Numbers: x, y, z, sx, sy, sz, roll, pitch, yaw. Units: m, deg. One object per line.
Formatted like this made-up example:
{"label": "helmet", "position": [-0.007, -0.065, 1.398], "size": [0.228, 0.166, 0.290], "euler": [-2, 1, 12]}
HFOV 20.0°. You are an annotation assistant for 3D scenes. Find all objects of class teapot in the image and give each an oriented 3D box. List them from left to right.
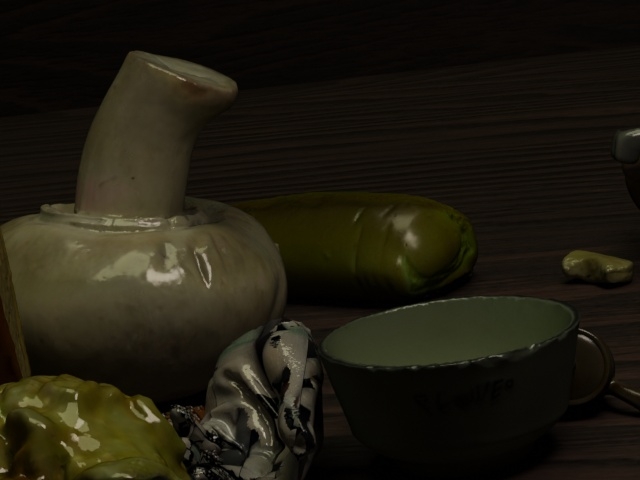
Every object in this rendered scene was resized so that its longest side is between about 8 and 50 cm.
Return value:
{"label": "teapot", "position": [0.229, 0.125, 1.527], "size": [0.110, 0.085, 0.080], "euler": [26, 0, 18]}

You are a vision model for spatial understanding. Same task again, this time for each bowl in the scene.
{"label": "bowl", "position": [0.109, 0.121, 1.460], "size": [0.211, 0.112, 0.211], "euler": [-8, 13, 2]}

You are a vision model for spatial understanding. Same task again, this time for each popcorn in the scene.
{"label": "popcorn", "position": [-0.192, 0.190, 1.188], "size": [0.235, 0.181, 0.217], "euler": [-26, 21, -31]}

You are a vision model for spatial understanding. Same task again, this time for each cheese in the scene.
{"label": "cheese", "position": [0.294, 0.031, 1.936], "size": [0.044, 0.030, 0.083], "euler": [-11, 17, -43]}

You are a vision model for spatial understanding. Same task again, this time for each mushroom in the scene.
{"label": "mushroom", "position": [-0.162, 0.029, 1.771], "size": [0.356, 0.315, 0.315], "euler": [-41, 16, -2]}

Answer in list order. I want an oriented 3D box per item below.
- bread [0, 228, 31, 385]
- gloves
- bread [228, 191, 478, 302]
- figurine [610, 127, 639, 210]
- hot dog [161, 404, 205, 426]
{"label": "bread", "position": [-0.415, 0.076, 1.514], "size": [0.324, 0.333, 0.143], "euler": [-11, 8, -5]}
{"label": "gloves", "position": [-0.051, 0.155, 1.458], "size": [0.128, 0.111, 0.212], "euler": [-3, 43, 13]}
{"label": "bread", "position": [0.000, 0.000, 2.085], "size": [0.384, 0.112, 0.166], "euler": [1, 16, 39]}
{"label": "figurine", "position": [0.463, -0.085, 1.984], "size": [0.285, 0.167, 0.342], "euler": [-5, -30, 43]}
{"label": "hot dog", "position": [-0.143, 0.168, 1.593], "size": [0.122, 0.037, 0.049], "euler": [-16, 11, -36]}
